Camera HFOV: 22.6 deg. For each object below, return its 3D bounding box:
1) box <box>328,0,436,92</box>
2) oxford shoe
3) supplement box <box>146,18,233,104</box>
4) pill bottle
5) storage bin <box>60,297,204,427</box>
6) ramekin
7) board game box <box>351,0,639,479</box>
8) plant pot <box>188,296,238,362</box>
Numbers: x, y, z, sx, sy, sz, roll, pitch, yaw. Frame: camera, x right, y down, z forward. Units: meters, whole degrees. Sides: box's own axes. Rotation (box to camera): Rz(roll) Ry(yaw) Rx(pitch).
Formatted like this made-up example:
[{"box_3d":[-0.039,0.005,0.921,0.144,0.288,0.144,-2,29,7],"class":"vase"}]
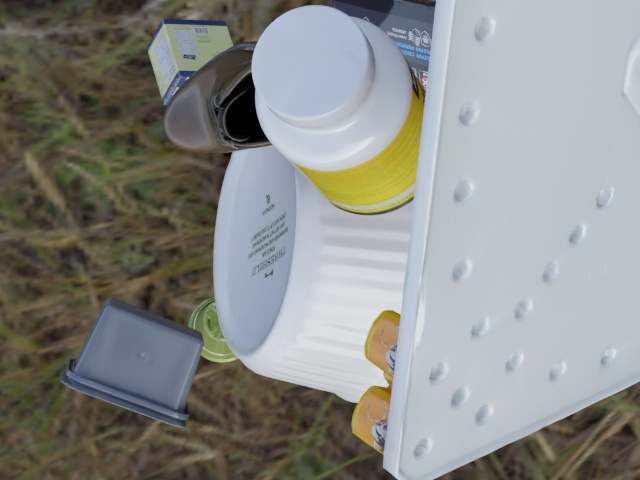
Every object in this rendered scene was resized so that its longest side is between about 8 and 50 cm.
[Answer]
[{"box_3d":[0.144,-0.136,1.777,0.295,0.073,0.293,23,131,46],"class":"box"},{"box_3d":[-0.061,-0.108,1.249,0.227,0.096,0.083,-14,103,48],"class":"oxford shoe"},{"box_3d":[-0.145,-0.205,1.853,0.056,0.083,0.083,-52,49,49],"class":"supplement box"},{"box_3d":[0.017,-0.086,1.055,0.103,0.184,0.103,-4,75,14],"class":"pill bottle"},{"box_3d":[-0.183,0.119,1.631,0.135,0.098,0.091,23,94,-9],"class":"storage bin"},{"box_3d":[0.000,0.000,1.373,0.273,0.127,0.273,-174,90,-68],"class":"ramekin"},{"box_3d":[0.181,-0.106,0.811,0.050,0.390,0.390,30,127,41],"class":"board game box"},{"box_3d":[-0.118,0.101,1.941,0.083,0.079,0.083,1,78,-5],"class":"plant pot"}]
